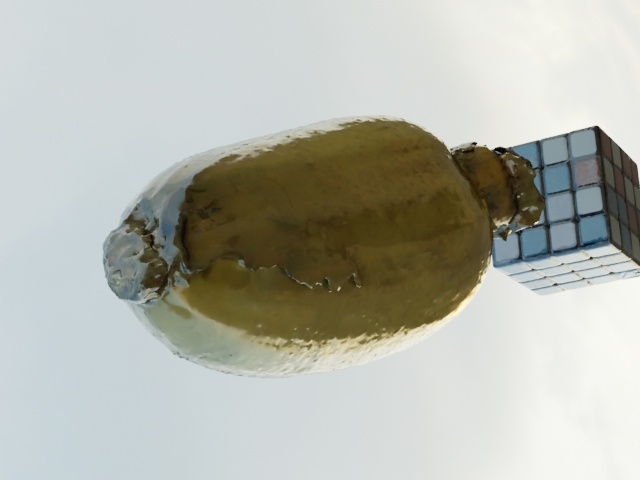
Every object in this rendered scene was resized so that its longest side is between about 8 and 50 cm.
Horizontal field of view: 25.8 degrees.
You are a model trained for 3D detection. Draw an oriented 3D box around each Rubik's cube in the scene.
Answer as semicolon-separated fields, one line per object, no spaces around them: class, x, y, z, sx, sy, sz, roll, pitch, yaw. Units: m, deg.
Rubik's cube;0.182;-0.019;1.035;0.092;0.092;0.092;27;-124;-55

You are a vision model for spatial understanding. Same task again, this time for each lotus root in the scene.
lotus root;0.000;0.003;0.811;0.303;0.131;0.146;-14;-111;-42
